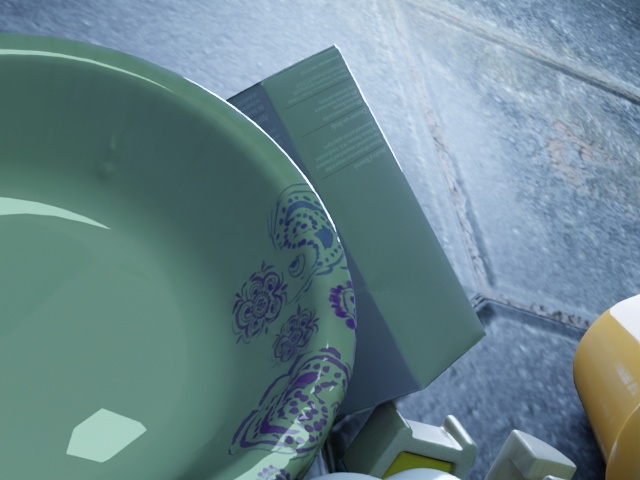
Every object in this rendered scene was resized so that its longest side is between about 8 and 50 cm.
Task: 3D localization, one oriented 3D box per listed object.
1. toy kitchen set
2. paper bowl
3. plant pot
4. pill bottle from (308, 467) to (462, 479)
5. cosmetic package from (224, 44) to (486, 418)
[{"bbox_3d":[0.114,0.224,0.913,0.166,0.122,0.207,17,18,-27],"label":"toy kitchen set"},{"bbox_3d":[-0.136,0.051,0.633,0.284,0.148,0.284,9,50,-11],"label":"paper bowl"},{"bbox_3d":[0.304,0.141,1.102,0.205,0.205,0.188,17,23,-28],"label":"plant pot"},{"bbox_3d":[-0.009,0.216,0.741,0.152,0.152,0.272,50,35,18],"label":"pill bottle"},{"bbox_3d":[0.000,0.000,0.959,0.107,0.127,0.238,-36,101,-48],"label":"cosmetic package"}]
